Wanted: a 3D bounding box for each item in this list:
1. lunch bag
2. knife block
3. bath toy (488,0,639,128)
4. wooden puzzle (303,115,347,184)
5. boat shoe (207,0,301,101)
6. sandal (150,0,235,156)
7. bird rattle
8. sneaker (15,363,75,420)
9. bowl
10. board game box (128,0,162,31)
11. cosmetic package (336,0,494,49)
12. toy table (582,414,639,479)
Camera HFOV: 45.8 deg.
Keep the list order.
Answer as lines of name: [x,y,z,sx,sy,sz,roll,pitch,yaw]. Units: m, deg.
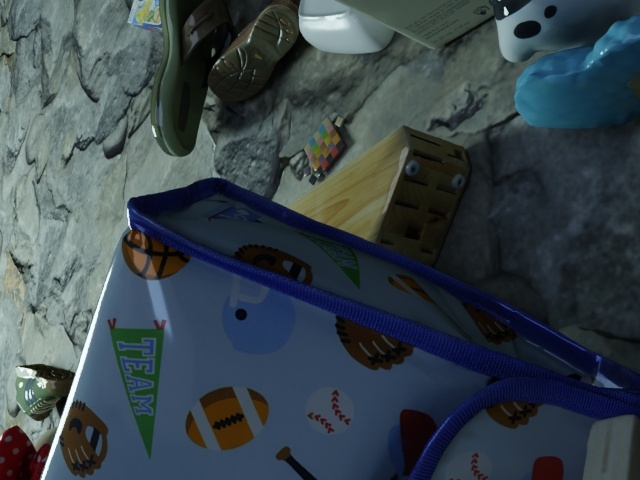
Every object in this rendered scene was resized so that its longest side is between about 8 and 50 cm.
lunch bag: [0.011,0.173,0.556,0.385,0.239,0.328,24,104,4]
knife block: [0.000,0.000,0.775,0.242,0.088,0.276,31,105,47]
bath toy: [0.195,-0.266,0.584,0.151,0.129,0.348,-8,69,3]
wooden puzzle: [0.005,-0.105,0.858,0.083,0.006,0.049,-50,48,29]
boat shoe: [-0.078,-0.238,0.951,0.178,0.064,0.060,-36,22,43]
sandal: [-0.157,-0.260,1.020,0.086,0.120,0.303,3,85,22]
bird rattle: [-0.371,0.344,1.026,0.143,0.207,0.254,-13,112,11]
sneaker: [-0.459,0.260,1.266,0.192,0.064,0.086,0,89,49]
bowl: [0.031,-0.283,0.835,0.142,0.053,0.142,18,93,49]
board game box: [-0.233,-0.427,1.183,0.136,0.035,0.201,25,100,49]
cosmetic package: [0.029,-0.300,0.643,0.113,0.309,0.160,-23,65,43]
toy table: [0.167,0.226,0.364,0.252,0.161,0.274,-31,17,27]
